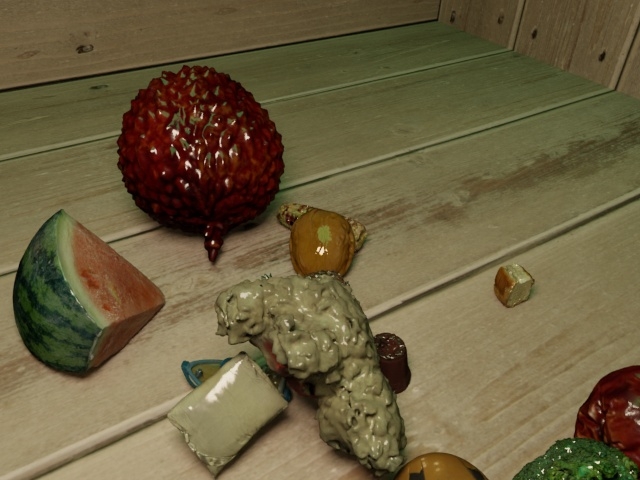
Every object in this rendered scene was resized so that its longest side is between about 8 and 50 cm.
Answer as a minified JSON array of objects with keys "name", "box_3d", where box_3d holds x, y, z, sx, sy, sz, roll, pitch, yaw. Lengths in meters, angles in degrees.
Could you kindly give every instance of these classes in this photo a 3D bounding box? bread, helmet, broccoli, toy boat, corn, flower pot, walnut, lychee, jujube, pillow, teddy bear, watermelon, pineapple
[{"name":"bread","box_3d":[0.453,0.106,1.352,0.076,0.083,0.070,-13,36,-21]},{"name":"helmet","box_3d":[0.194,0.423,0.871,0.198,0.130,0.224,-3,38,-4]},{"name":"broccoli","box_3d":[0.385,0.416,0.788,0.270,0.270,0.270,20,39,38]},{"name":"toy boat","box_3d":[-0.161,0.258,1.087,0.215,0.102,0.088,7,35,6]},{"name":"corn","box_3d":[0.001,-0.041,1.514,0.253,0.086,0.086,18,39,22]},{"name":"flower pot","box_3d":[0.134,0.238,1.143,0.111,0.089,0.111,2,36,-1]},{"name":"walnut","box_3d":[0.000,0.001,1.391,0.167,0.087,0.211,-8,60,5]},{"name":"lychee","box_3d":[-0.293,-0.192,1.436,0.424,0.424,0.500,-11,82,-18]},{"name":"jujube","box_3d":[0.537,0.330,0.935,0.213,0.232,0.213,1,35,-1]},{"name":"pillow","box_3d":[-0.156,0.290,0.985,0.181,0.134,0.078,-38,10,-20]},{"name":"teddy bear","box_3d":[0.016,0.238,0.986,0.224,0.357,0.368,-30,61,12]},{"name":"watermelon","box_3d":[-0.467,0.098,1.160,0.292,0.250,0.283,-31,53,-33]},{"name":"pineapple","box_3d":[-0.038,0.111,1.303,0.221,0.083,0.103,-6,54,-13]}]
